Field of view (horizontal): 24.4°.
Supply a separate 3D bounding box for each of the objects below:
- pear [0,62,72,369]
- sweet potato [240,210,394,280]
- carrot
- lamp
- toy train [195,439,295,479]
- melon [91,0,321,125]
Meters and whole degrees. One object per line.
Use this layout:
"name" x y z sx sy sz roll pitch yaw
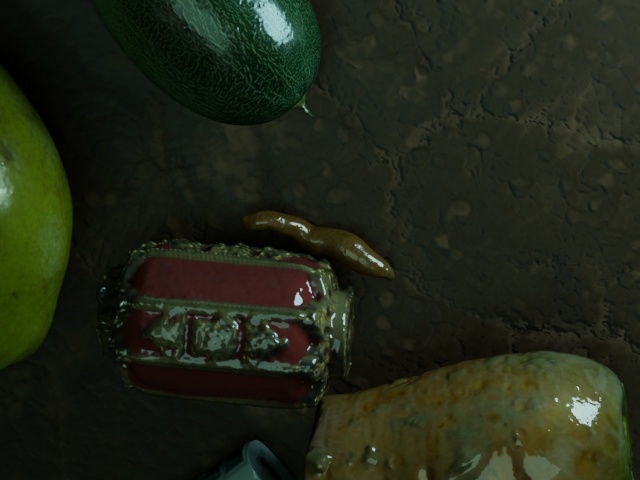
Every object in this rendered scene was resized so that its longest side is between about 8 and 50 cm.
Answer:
"pear" -0.436 -0.038 1.508 0.352 0.352 0.413 -22 95 12
"sweet potato" 0.000 0.001 1.620 0.179 0.044 0.044 23 108 0
"carrot" 0.161 0.236 1.591 0.341 0.224 0.224 -7 107 14
"lamp" -0.100 0.089 1.588 0.274 0.177 0.177 6 108 4
"toy train" -0.209 0.383 1.736 0.407 0.086 0.088 -38 101 15
"melon" -0.109 -0.225 1.486 0.182 0.182 0.287 -40 100 15
